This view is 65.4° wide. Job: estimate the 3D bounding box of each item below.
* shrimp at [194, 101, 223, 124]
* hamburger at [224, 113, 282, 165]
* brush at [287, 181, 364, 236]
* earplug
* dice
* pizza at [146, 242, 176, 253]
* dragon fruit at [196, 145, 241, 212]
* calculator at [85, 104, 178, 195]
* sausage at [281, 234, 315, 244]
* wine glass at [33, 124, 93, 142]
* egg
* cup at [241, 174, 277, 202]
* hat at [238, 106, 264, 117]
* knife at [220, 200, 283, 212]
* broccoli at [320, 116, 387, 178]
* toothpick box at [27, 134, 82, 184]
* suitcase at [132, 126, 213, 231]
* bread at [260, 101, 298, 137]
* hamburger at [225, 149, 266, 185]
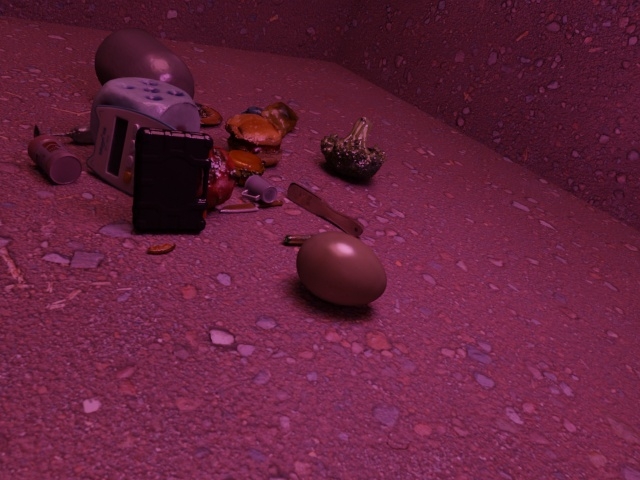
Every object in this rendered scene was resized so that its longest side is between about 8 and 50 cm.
[{"bbox_3d":[-0.588,-0.575,2.233,0.290,0.054,0.222,21,30,-1],"label":"shrimp"},{"bbox_3d":[-0.266,-0.394,1.997,0.245,0.163,0.244,10,37,-8],"label":"hamburger"},{"bbox_3d":[0.022,-0.112,1.772,0.327,0.070,0.065,33,23,23],"label":"brush"},{"bbox_3d":[-0.704,-0.669,2.073,0.313,0.312,0.394,-15,43,-44],"label":"earplug"},{"bbox_3d":[-0.591,-0.386,1.697,0.263,0.268,0.265,24,31,15],"label":"dice"},{"bbox_3d":[-0.428,0.022,1.345,0.083,0.016,0.037,-15,44,-38],"label":"pizza"},{"bbox_3d":[-0.390,-0.189,1.555,0.282,0.211,0.147,2,14,29],"label":"dragon fruit"},{"bbox_3d":[-0.540,-0.255,1.514,0.386,0.256,0.054,24,19,18],"label":"calculator"},{"bbox_3d":[0.000,0.000,1.593,0.269,0.032,0.033,2,33,-26],"label":"sausage"},{"bbox_3d":[-0.847,-0.367,1.730,0.074,0.074,0.262,36,32,30],"label":"wine glass"},{"bbox_3d":[0.057,0.079,1.334,0.254,0.188,0.188,28,29,-2],"label":"egg"},{"bbox_3d":[-0.215,-0.169,1.716,0.104,0.074,0.116,-29,39,-25],"label":"cup"},{"bbox_3d":[-0.304,-0.608,2.417,0.191,0.077,0.138,7,33,-17],"label":"hat"},{"bbox_3d":[-0.227,-0.116,1.680,0.256,0.022,0.046,-9,43,-39],"label":"knife"},{"bbox_3d":[0.142,-0.374,2.129,0.288,0.235,0.259,25,55,6],"label":"broccoli"},{"bbox_3d":[-0.805,-0.246,1.512,0.149,0.098,0.098,36,34,28],"label":"toothpick box"},{"bbox_3d":[-0.414,-0.164,1.395,0.206,0.285,0.066,0,19,-29],"label":"suitcase"},{"bbox_3d":[-0.187,-0.600,2.414,0.160,0.088,0.233,52,25,-15],"label":"bread"},{"bbox_3d":[-0.286,-0.266,1.831,0.164,0.093,0.189,12,31,-14],"label":"hamburger"}]
